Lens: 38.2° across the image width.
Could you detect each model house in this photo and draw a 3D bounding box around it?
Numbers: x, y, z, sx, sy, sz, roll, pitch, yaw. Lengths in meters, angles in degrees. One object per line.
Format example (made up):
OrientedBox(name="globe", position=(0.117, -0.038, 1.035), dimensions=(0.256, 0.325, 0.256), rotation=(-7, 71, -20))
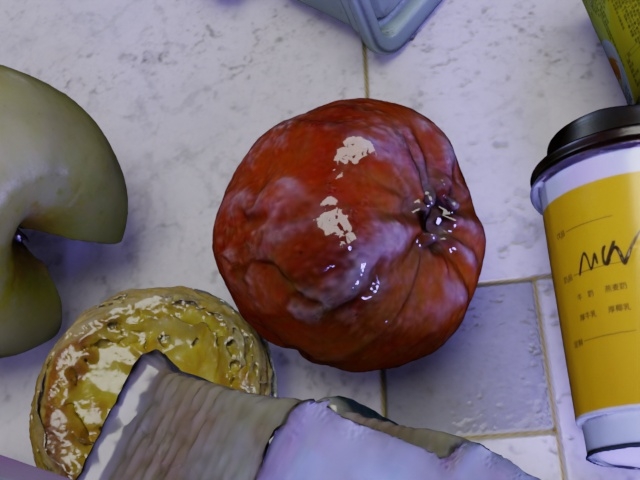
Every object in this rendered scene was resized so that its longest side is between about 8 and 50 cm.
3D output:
OrientedBox(name="model house", position=(-0.028, 0.214, 0.632), dimensions=(0.284, 0.298, 0.243), rotation=(12, 72, 53))

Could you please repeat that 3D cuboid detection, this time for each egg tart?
OrientedBox(name="egg tart", position=(-0.149, 0.152, 0.837), dimensions=(0.234, 0.094, 0.234), rotation=(-4, 61, 8))

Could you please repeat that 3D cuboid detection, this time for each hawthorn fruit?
OrientedBox(name="hawthorn fruit", position=(0.000, 0.000, 0.824), dimensions=(0.272, 0.242, 0.242), rotation=(-8, 55, 41))

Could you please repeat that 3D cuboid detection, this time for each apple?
OrientedBox(name="apple", position=(-0.340, -0.032, 0.898), dimensions=(0.254, 0.292, 0.292), rotation=(23, 69, 29))

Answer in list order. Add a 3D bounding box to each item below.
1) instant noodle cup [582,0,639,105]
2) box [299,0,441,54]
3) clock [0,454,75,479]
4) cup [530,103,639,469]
OrientedBox(name="instant noodle cup", position=(0.368, -0.227, 0.848), dimensions=(0.264, 0.264, 0.200), rotation=(-12, 67, 7))
OrientedBox(name="box", position=(0.077, -0.385, 1.054), dimensions=(0.182, 0.175, 0.312), rotation=(30, 71, 35))
OrientedBox(name="clock", position=(-0.278, 0.293, 0.747), dimensions=(0.228, 0.090, 0.248), rotation=(12, 94, 21))
OrientedBox(name="cup", position=(0.274, 0.038, 0.754), dimensions=(0.196, 0.196, 0.279), rotation=(-3, 67, 12))
